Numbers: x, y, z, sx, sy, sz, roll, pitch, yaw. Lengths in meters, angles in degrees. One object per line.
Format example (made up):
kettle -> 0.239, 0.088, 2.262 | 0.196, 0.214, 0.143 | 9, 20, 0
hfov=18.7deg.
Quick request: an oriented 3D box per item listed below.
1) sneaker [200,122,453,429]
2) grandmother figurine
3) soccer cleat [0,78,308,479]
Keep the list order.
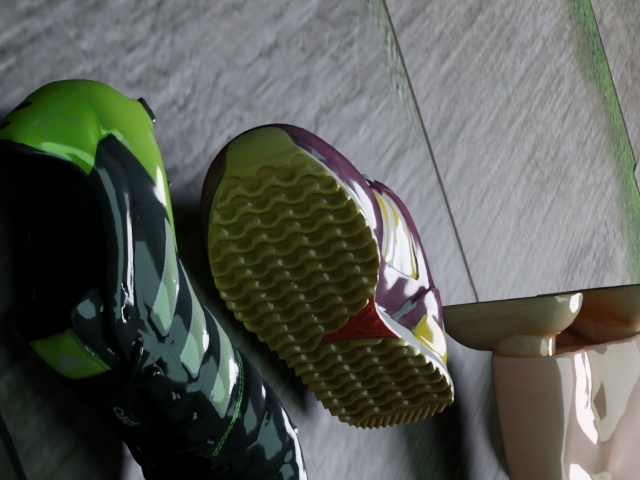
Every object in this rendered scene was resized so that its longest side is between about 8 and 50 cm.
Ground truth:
sneaker -> 0.000, 0.000, 0.769 | 0.185, 0.070, 0.084 | 62, 16, -50
grandmother figurine -> 0.145, 0.195, 0.967 | 0.208, 0.104, 0.342 | -5, 88, -27
soccer cleat -> -0.058, 0.037, 0.606 | 0.072, 0.060, 0.179 | -40, 109, -57
